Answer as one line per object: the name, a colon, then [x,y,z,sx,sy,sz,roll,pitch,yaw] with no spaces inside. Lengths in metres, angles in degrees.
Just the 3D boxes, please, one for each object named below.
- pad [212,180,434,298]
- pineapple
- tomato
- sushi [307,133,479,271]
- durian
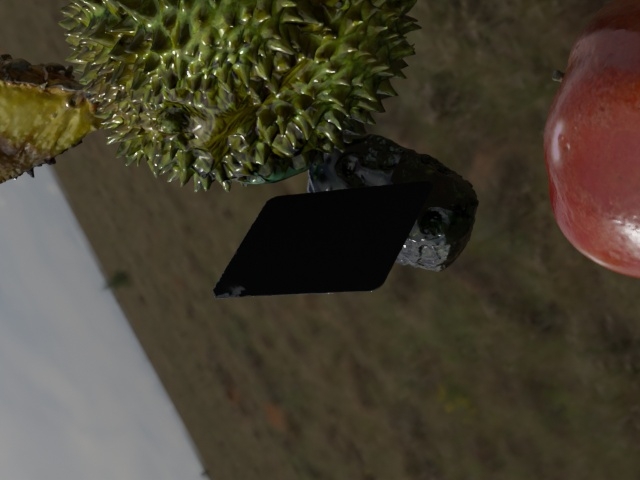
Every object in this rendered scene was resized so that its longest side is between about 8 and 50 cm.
pad: [0.000,0.000,1.028,0.157,0.112,0.003,-4,132,37]
pineapple: [-0.417,-0.152,1.641,0.161,0.334,0.158,59,180,34]
tomato: [0.373,-0.115,1.352,0.290,0.325,0.293,16,113,34]
sushi: [0.091,-0.055,1.788,0.225,0.124,0.127,24,157,13]
durian: [-0.060,-0.152,1.045,0.291,0.291,0.224,-167,64,-80]
